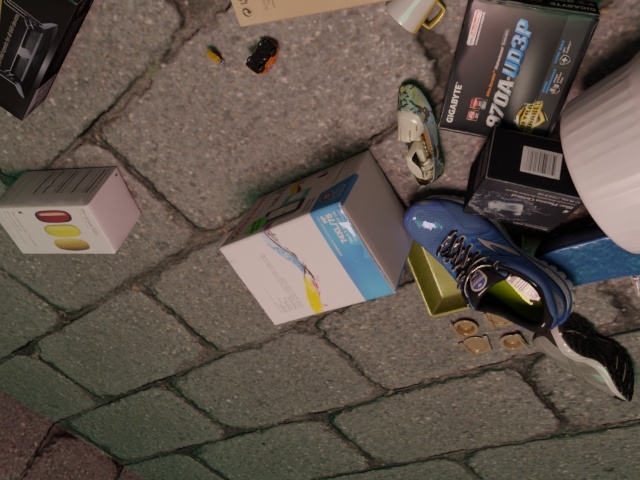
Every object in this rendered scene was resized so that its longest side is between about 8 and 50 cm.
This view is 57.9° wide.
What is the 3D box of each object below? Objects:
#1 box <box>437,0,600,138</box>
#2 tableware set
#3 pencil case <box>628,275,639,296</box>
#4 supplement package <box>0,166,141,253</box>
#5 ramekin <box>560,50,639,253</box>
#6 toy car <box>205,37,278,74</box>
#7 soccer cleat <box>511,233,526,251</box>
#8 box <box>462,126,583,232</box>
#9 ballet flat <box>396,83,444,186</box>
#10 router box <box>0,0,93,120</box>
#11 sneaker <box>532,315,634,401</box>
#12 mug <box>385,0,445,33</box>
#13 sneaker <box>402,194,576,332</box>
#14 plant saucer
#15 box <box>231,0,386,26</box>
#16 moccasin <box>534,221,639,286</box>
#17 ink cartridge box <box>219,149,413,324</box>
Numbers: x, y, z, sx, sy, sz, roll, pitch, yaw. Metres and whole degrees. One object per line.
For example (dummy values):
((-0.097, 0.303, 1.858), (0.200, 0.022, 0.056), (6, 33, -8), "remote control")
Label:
((0.286, -0.255, 0.865), (0.175, 0.051, 0.220), (12, 135, 6), "box")
((0.379, 0.211, 1.304), (0.169, 0.020, 0.141), (-20, 124, 31), "tableware set")
((0.626, 0.134, 0.982), (0.124, 0.273, 0.113), (17, 129, -10), "pencil case")
((-0.541, -0.063, 1.244), (0.244, 0.134, 0.139), (-1, 133, 18), "supplement package")
((0.457, -0.115, 0.800), (0.277, 0.277, 0.135), (40, 139, -21), "ramekin")
((-0.125, -0.311, 0.963), (0.122, 0.060, 0.040), (22, -178, 19), "toy car")
((0.348, 0.052, 1.136), (0.072, 0.060, 0.179), (15, 138, 5), "soccer cleat")
((0.330, -0.093, 0.936), (0.156, 0.093, 0.158), (14, 164, 5), "box")
((0.163, -0.168, 0.970), (0.070, 0.070, 0.188), (-10, 128, 25), "ballet flat")
((-0.550, -0.386, 0.975), (0.243, 0.081, 0.309), (37, 132, -19), "router box")
((0.574, 0.256, 1.247), (0.271, 0.100, 0.108), (37, 146, -14), "sneaker")
((0.140, -0.344, 0.832), (0.064, 0.078, 0.062), (-45, 77, 33), "mug")
((0.277, 0.035, 0.991), (0.330, 0.147, 0.129), (37, 118, 19), "sneaker")
((0.267, 0.036, 1.112), (0.188, 0.045, 0.188), (-20, 94, 31), "plant saucer")
((0.035, -0.386, 0.753), (0.311, 0.148, 0.121), (-1, 133, 20), "box")
((0.534, -0.013, 0.982), (0.342, 0.117, 0.137), (-8, 117, 30), "moccasin")
((0.000, 0.000, 1.077), (0.270, 0.198, 0.197), (-20, 115, 31), "ink cartridge box")
